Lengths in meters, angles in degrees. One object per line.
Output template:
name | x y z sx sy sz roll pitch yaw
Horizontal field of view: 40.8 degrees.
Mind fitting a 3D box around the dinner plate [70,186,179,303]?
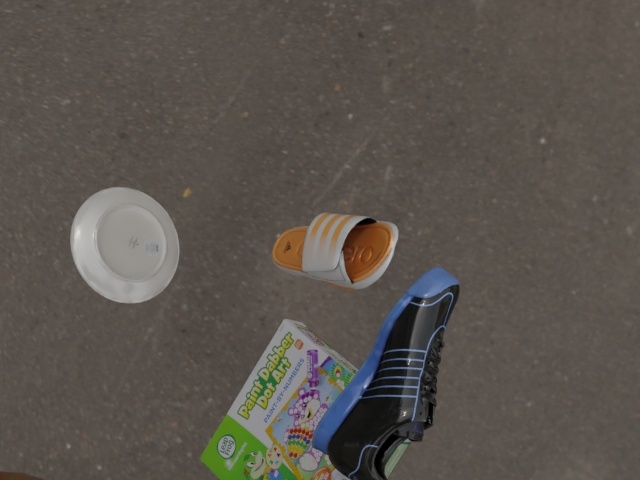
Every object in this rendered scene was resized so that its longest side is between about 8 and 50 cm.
dinner plate | -0.226 0.004 1.018 0.141 0.017 0.141 11 73 -39

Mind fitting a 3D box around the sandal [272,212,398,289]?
sandal | -0.004 0.010 1.238 0.076 0.265 0.102 30 70 -37

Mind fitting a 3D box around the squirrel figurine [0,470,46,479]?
squirrel figurine | -0.036 0.257 0.326 0.397 0.370 0.281 1 92 -31

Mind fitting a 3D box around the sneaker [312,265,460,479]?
sneaker | 0.090 0.141 0.876 0.232 0.090 0.081 -57 153 -1

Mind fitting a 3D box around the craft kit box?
craft kit box | -0.019 0.279 1.200 0.061 0.247 0.250 23 100 -54
